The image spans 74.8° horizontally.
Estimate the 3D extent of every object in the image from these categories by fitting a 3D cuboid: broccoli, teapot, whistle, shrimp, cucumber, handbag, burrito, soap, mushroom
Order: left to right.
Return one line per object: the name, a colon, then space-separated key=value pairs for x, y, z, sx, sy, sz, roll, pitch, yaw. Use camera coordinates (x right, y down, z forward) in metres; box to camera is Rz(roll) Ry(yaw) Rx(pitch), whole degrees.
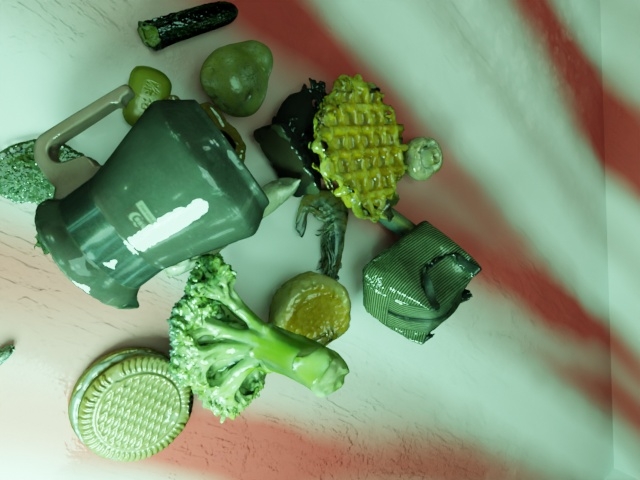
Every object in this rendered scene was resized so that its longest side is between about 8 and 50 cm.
teapot: x=-0.332 y=-0.094 z=0.795 sx=0.362 sy=0.305 sz=0.376 roll=-37 pitch=93 yaw=-5
soap: x=-0.377 y=-0.309 z=0.916 sx=0.089 sy=0.045 sz=0.140 roll=12 pitch=89 yaw=-30
cucumber: x=-0.284 y=-0.496 z=0.946 sx=0.245 sy=0.067 sz=0.067 roll=-34 pitch=112 yaw=-24
burrito: x=-0.211 y=-0.041 z=1.010 sx=0.392 sy=0.117 sz=0.076 roll=-39 pitch=99 yaw=-23
broccoli: x=-0.147 y=0.262 z=0.922 sx=0.397 sy=0.353 sz=0.274 roll=24 pitch=61 yaw=10
shrimp: x=0.000 y=0.000 z=1.193 sx=0.169 sy=0.058 sz=0.295 roll=5 pitch=89 yaw=-26
whistle: x=0.210 y=-0.074 z=1.316 sx=0.326 sy=0.057 sz=0.068 roll=32 pitch=81 yaw=-32
handbag: x=0.309 y=0.130 z=1.271 sx=0.341 sy=0.240 sz=0.247 roll=-34 pitch=141 yaw=-26
mushroom: x=0.326 y=-0.263 z=1.339 sx=0.148 sy=0.112 sz=0.147 roll=2 pitch=88 yaw=-39

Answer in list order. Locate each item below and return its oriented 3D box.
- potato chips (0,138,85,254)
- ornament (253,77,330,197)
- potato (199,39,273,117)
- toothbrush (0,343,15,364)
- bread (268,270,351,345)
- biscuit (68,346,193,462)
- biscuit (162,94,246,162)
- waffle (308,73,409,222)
potato chips: x=-0.547 y=-0.091 z=0.840 sx=0.202 sy=0.029 sz=0.219 roll=-29 pitch=108 yaw=-30
ornament: x=-0.026 y=-0.280 z=1.125 sx=0.260 sy=0.106 sz=0.251 roll=-52 pitch=126 yaw=-33
potato: x=-0.185 y=-0.385 z=0.973 sx=0.157 sy=0.157 sz=0.194 roll=43 pitch=69 yaw=-29
toothbrush: x=-0.704 y=0.308 z=0.782 sx=0.294 sy=0.028 sz=0.026 roll=-44 pitch=115 yaw=-16
bread: x=-0.035 y=0.198 z=1.142 sx=0.245 sy=0.134 sz=0.244 roll=-6 pitch=101 yaw=-31
biscuit: x=-0.416 y=0.365 z=0.940 sx=0.259 sy=0.079 sz=0.259 roll=-4 pitch=96 yaw=-33
biscuit: x=-0.270 y=-0.200 z=0.974 sx=0.208 sy=0.041 sz=0.290 roll=-44 pitch=126 yaw=-21
waffle: x=0.116 y=-0.256 z=1.162 sx=0.379 sy=0.095 sz=0.382 roll=47 pitch=52 yaw=-35
